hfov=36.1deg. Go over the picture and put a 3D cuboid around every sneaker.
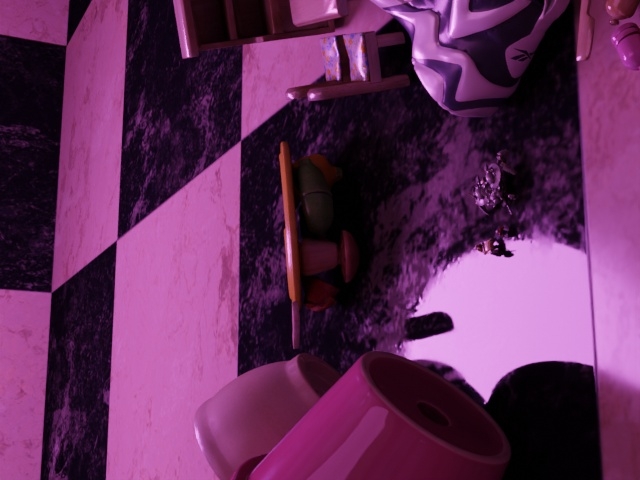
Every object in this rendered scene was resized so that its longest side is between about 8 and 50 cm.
[{"bbox_3d":[0.103,-0.227,0.745,0.153,0.094,0.235,-47,57,40],"label":"sneaker"}]

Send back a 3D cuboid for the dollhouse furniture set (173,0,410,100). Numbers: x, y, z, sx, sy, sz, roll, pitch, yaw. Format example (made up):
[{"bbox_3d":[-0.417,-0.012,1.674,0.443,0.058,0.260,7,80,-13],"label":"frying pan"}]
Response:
[{"bbox_3d":[-0.042,-0.242,0.944,0.242,0.160,0.212,-155,55,-70],"label":"dollhouse furniture set"}]

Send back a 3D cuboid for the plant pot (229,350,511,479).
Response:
[{"bbox_3d":[0.040,0.191,0.726,0.180,0.201,0.201,-59,31,14],"label":"plant pot"}]

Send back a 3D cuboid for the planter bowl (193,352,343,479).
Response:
[{"bbox_3d":[-0.020,0.173,0.902,0.109,0.162,0.162,-47,36,13],"label":"planter bowl"}]

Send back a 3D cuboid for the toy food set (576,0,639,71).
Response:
[{"bbox_3d":[0.214,-0.143,0.610,0.122,0.019,0.078,5,89,57],"label":"toy food set"}]

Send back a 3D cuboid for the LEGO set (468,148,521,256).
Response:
[{"bbox_3d":[0.129,-0.029,0.755,0.054,0.023,0.083,160,113,-63],"label":"LEGO set"}]

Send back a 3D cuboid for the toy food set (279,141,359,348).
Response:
[{"bbox_3d":[0.000,0.000,0.991,0.128,0.071,0.218,92,174,-62],"label":"toy food set"}]
